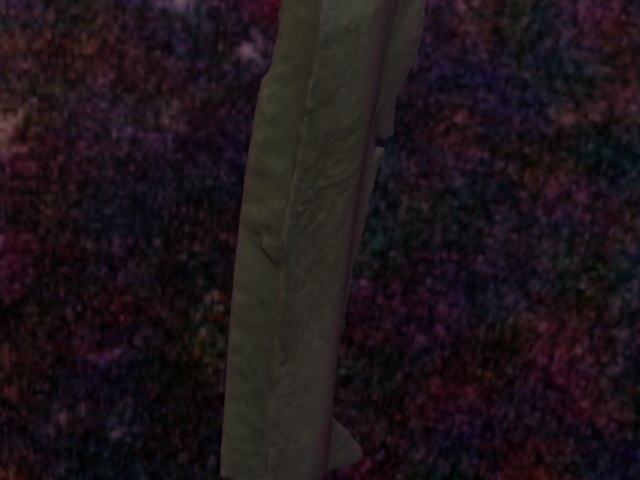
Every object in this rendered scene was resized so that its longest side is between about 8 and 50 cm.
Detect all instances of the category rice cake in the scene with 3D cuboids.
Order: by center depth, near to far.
[{"bbox_3d":[-0.002,-0.001,0.780,0.081,0.290,0.051,-8,27,-32],"label":"rice cake"}]
